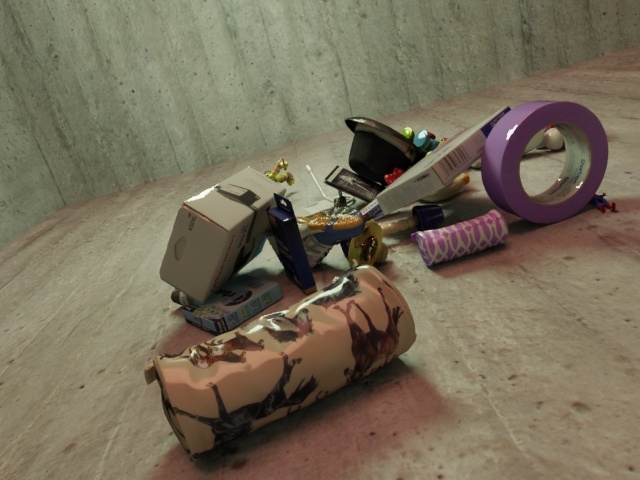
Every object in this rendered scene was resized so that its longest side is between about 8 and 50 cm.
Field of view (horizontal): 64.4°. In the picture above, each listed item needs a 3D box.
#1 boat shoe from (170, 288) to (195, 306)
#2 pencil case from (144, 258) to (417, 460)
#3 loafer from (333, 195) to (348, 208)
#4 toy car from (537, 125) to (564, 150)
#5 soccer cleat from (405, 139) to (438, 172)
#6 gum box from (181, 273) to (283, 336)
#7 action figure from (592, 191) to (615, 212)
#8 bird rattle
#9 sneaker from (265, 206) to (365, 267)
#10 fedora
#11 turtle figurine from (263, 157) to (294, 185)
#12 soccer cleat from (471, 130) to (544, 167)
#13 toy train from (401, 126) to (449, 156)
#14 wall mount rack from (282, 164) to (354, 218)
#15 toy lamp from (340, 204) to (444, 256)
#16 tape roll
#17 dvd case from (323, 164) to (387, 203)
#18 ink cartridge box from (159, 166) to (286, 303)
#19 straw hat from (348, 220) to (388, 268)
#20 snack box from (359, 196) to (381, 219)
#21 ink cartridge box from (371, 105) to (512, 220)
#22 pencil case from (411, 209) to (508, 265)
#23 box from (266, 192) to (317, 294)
[{"bbox_3d":[-0.307,0.100,1.352,0.076,0.080,0.228,-1,32,32],"label":"boat shoe"},{"bbox_3d":[-0.063,0.180,0.808,0.410,0.160,0.183,-22,37,-17],"label":"pencil case"},{"bbox_3d":[0.068,-0.086,1.598,0.056,0.050,0.148,-13,35,17],"label":"loafer"},{"bbox_3d":[0.803,-0.390,1.722,0.159,0.136,0.182,-20,20,-11],"label":"toy car"},{"bbox_3d":[0.326,-0.303,1.907,0.318,0.108,0.116,-16,24,-8],"label":"soccer cleat"},{"bbox_3d":[-0.207,0.146,1.189,0.184,0.041,0.157,-30,24,-34],"label":"gum box"},{"bbox_3d":[0.661,-0.098,1.211,0.038,0.030,0.115,-18,17,10],"label":"action figure"},{"bbox_3d":[0.341,-0.195,1.581,0.253,0.143,0.207,-25,38,-17],"label":"bird rattle"},{"bbox_3d":[0.000,0.000,1.282,0.296,0.131,0.112,-8,20,41],"label":"sneaker"},{"bbox_3d":[0.193,-0.280,1.719,0.152,0.334,0.334,-62,27,0],"label":"fedora"},{"bbox_3d":[-0.203,-0.217,1.997,0.087,0.269,0.217,39,17,15],"label":"turtle figurine"},{"bbox_3d":[0.583,-0.303,1.730,0.331,0.116,0.143,-7,37,29],"label":"soccer cleat"},{"bbox_3d":[0.333,-0.351,1.786,0.143,0.105,0.248,22,11,-39],"label":"toy train"},{"bbox_3d":[-0.073,-0.155,1.765,0.350,0.130,0.304,-20,20,-15],"label":"wall mount rack"},{"bbox_3d":[0.184,-0.030,1.318,0.274,0.080,0.080,-19,20,-2],"label":"toy lamp"},{"bbox_3d":[0.517,-0.182,1.176,0.275,0.275,0.090,-19,19,-8],"label":"tape roll"},{"bbox_3d":[0.130,-0.171,1.642,0.221,0.018,0.164,25,29,5],"label":"dvd case"},{"bbox_3d":[-0.231,-0.022,1.248,0.129,0.223,0.307,31,30,7],"label":"ink cartridge box"},{"bbox_3d":[0.129,0.024,1.225,0.061,0.144,0.144,22,4,-26],"label":"straw hat"},{"bbox_3d":[0.178,-0.115,1.524,0.178,0.022,0.064,-38,16,14],"label":"snack box"},{"bbox_3d":[0.301,-0.196,1.331,0.324,0.071,0.330,-39,7,-28],"label":"ink cartridge box"},{"bbox_3d":[0.316,-0.010,1.141,0.206,0.086,0.088,-16,54,-6],"label":"pencil case"},{"bbox_3d":[-0.074,0.004,1.196,0.036,0.225,0.136,-21,20,-17],"label":"box"}]
